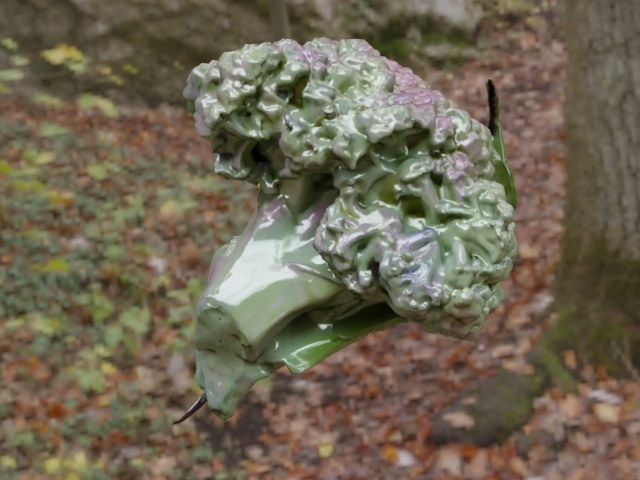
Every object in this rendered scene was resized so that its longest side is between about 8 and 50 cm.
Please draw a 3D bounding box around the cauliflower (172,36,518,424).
[{"bbox_3d":[0.000,0.000,0.937,0.315,0.256,0.239,-48,-22,-12],"label":"cauliflower"}]
